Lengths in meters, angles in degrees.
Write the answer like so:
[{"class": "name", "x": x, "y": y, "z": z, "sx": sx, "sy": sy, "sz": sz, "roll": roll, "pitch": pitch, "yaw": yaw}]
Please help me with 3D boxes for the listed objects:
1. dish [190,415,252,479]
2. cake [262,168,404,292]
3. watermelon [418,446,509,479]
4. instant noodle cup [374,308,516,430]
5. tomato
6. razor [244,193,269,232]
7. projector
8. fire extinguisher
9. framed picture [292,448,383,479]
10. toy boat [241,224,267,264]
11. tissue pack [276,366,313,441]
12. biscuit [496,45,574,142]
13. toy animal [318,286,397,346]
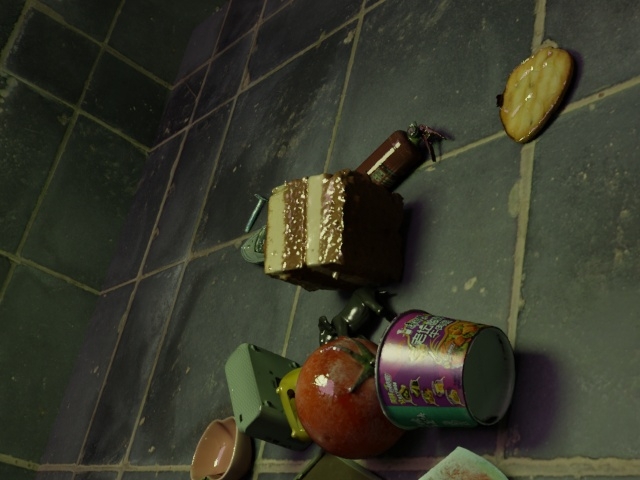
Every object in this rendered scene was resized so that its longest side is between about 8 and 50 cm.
[{"class": "dish", "x": -0.258, "y": 0.594, "z": 2.122, "sx": 0.213, "sy": 0.090, "sz": 0.213, "roll": -36, "pitch": 36, "yaw": 33}, {"class": "cake", "x": 0.033, "y": -0.009, "z": 1.979, "sx": 0.290, "sy": 0.255, "sz": 0.282, "roll": -17, "pitch": 62, "yaw": 40}, {"class": "watermelon", "x": 0.234, "y": 0.496, "z": 1.371, "sx": 0.320, "sy": 0.213, "sz": 0.290, "roll": -38, "pitch": 34, "yaw": 52}, {"class": "instant noodle cup", "x": 0.256, "y": 0.261, "z": 1.526, "sx": 0.190, "sy": 0.251, "sz": 0.251, "roll": -3, "pitch": 62, "yaw": 44}, {"class": "tomato", "x": 0.070, "y": 0.348, "z": 1.689, "sx": 0.265, "sy": 0.265, "sz": 0.265, "roll": -35, "pitch": 39, "yaw": 35}, {"class": "razor", "x": -0.228, "y": -0.090, "z": 2.695, "sx": 0.135, "sy": 0.040, "sz": 0.068, "roll": -64, "pitch": 30, "yaw": 7}, {"class": "projector", "x": -0.121, "y": 0.397, "z": 1.978, "sx": 0.108, "sy": 0.198, "sz": 0.250, "roll": -49, "pitch": 34, "yaw": 19}, {"class": "fire extinguisher", "x": 0.199, "y": -0.198, "z": 2.107, "sx": 0.337, "sy": 0.106, "sz": 0.147, "roll": -43, "pitch": 60, "yaw": 27}, {"class": "framed picture", "x": -0.035, "y": 0.615, "z": 1.713, "sx": 0.335, "sy": 0.022, "sz": 0.247, "roll": -44, "pitch": 25, "yaw": -19}, {"class": "toy boat", "x": -0.162, "y": 0.008, "z": 2.455, "sx": 0.319, "sy": 0.092, "sz": 0.141, "roll": -14, "pitch": 52, "yaw": 52}, {"class": "tissue pack", "x": -0.022, "y": 0.390, "z": 1.851, "sx": 0.123, "sy": 0.127, "sz": 0.178, "roll": -27, "pitch": 80, "yaw": 41}, {"class": "biscuit", "x": 0.506, "y": -0.345, "z": 1.836, "sx": 0.203, "sy": 0.041, "sz": 0.260, "roll": -2, "pitch": 64, "yaw": 51}, {"class": "toy animal", "x": 0.083, "y": 0.221, "z": 1.932, "sx": 0.245, "sy": 0.114, "sz": 0.146, "roll": -41, "pitch": 37, "yaw": -9}]
